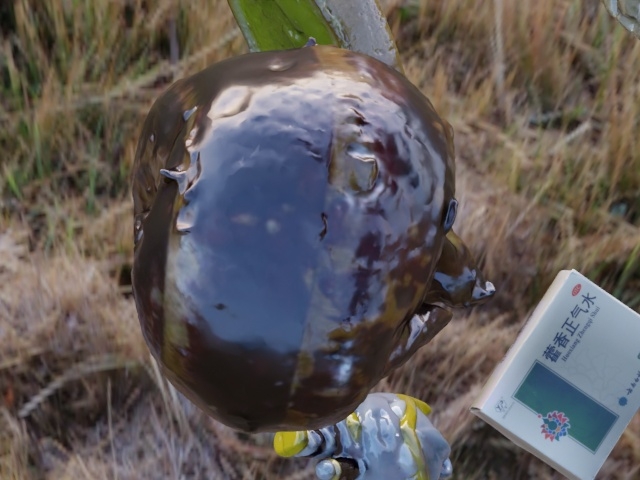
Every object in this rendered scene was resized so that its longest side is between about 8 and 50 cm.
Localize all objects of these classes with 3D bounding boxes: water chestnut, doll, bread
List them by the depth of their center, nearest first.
[{"bbox_3d":[0.000,0.000,1.068,0.300,0.300,0.300,2,64,-4],"label":"water chestnut"},{"bbox_3d":[-0.007,-0.204,1.528,0.070,0.236,0.236,-29,70,-22],"label":"bread"},{"bbox_3d":[0.058,0.225,1.705,0.103,0.316,0.145,-50,48,17],"label":"doll"}]

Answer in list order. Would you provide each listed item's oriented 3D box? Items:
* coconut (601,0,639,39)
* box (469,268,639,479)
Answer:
[{"bbox_3d":[0.316,-0.205,0.793,0.346,0.360,0.346,35,37,-32],"label":"coconut"},{"bbox_3d":[0.312,0.168,1.861,0.168,0.095,0.212,34,83,4],"label":"box"}]
